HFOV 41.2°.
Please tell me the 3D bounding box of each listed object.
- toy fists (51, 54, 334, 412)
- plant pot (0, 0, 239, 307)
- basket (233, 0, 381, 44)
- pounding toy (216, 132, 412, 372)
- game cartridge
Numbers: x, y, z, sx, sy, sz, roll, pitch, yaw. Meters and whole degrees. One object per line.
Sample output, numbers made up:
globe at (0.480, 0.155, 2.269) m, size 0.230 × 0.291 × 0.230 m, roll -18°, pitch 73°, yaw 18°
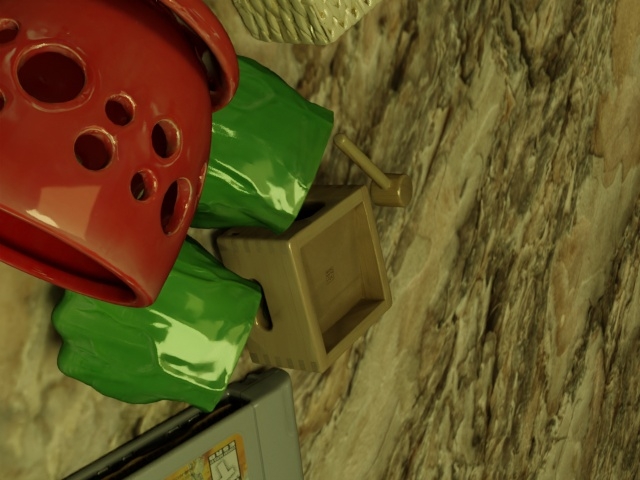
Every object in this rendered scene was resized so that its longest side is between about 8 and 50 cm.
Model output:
toy fists at (-0.104, -0.013, 0.648) m, size 0.142 × 0.096 × 0.279 m, roll 25°, pitch 81°, yaw -16°
plant pot at (-0.152, -0.073, 0.514) m, size 0.191 × 0.191 × 0.174 m, roll 43°, pitch 62°, yaw -44°
basket at (-0.025, -0.248, 0.684) m, size 0.103 × 0.113 × 0.167 m, roll -52°, pitch 132°, yaw -22°
pounding toy at (0.001, -0.011, 0.798) m, size 0.206 × 0.094 × 0.181 m, roll -38°, pitch 121°, yaw -47°
game cartridge at (-0.127, 0.260, 0.753) m, size 0.297 × 0.062 × 0.198 m, roll -26°, pitch 114°, yaw -41°
